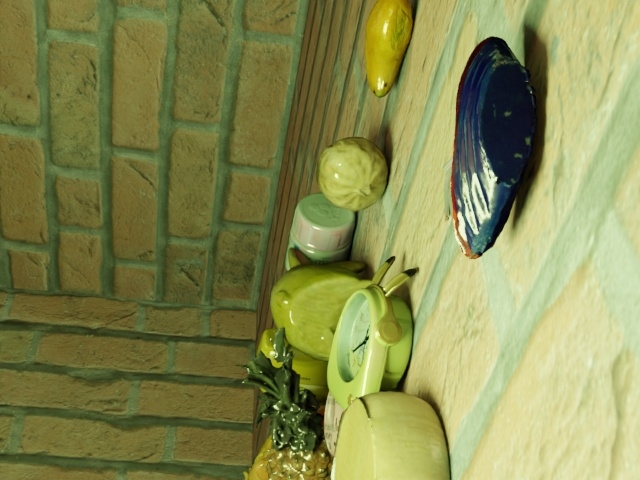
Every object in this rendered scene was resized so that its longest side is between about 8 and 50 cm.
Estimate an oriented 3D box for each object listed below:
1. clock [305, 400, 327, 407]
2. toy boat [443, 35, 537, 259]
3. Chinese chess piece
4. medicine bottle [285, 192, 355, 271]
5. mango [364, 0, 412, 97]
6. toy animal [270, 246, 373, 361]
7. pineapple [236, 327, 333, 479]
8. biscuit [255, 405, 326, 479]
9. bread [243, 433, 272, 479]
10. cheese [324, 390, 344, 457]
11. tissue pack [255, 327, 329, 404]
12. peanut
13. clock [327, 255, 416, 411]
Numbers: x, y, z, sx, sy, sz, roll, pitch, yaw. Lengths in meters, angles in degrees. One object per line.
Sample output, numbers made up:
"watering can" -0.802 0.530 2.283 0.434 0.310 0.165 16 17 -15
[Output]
"clock" -0.015 0.342 1.863 0.244 0.056 0.244 -173 90 -82
"toy boat" 0.159 -0.066 0.896 0.318 0.072 0.219 103 173 -59
"Chinese chess piece" 0.081 0.315 1.032 0.250 0.103 0.249 -174 90 -81
"medicine bottle" 0.000 0.000 1.730 0.135 0.135 0.168 -93 12 -47
"mango" 0.113 -0.337 1.389 0.098 0.075 0.190 -85 -1 -49
"toy animal" -0.003 0.112 1.568 0.363 0.181 0.181 -98 21 -85
"pineapple" -0.054 0.323 1.459 0.165 0.166 0.364 -103 0 -67
"biscuit" -0.041 0.438 1.602 0.036 0.166 0.249 -158 82 -70
"bread" -0.091 0.490 1.722 0.174 0.133 0.251 -55 -46 -73
"cheese" 0.047 0.332 1.354 0.189 0.074 0.285 122 153 -74
"tissue pack" -0.045 0.259 1.688 0.123 0.178 0.127 -97 17 -66
"peanut" 0.055 -0.115 1.462 0.224 0.129 0.129 -48 -36 -88
"clock" 0.080 0.139 1.213 0.170 0.069 0.231 -141 65 -72
